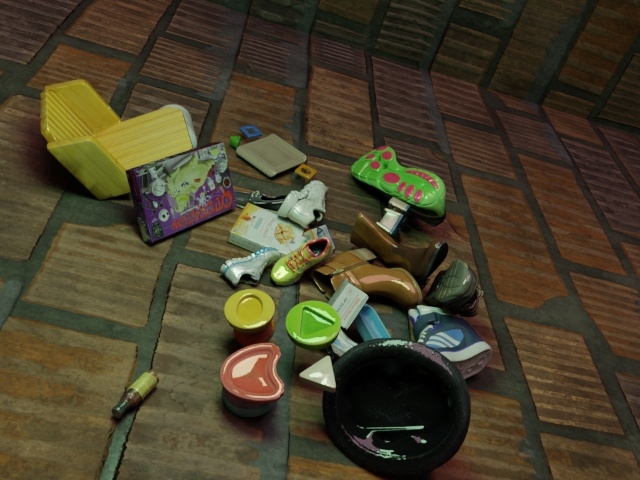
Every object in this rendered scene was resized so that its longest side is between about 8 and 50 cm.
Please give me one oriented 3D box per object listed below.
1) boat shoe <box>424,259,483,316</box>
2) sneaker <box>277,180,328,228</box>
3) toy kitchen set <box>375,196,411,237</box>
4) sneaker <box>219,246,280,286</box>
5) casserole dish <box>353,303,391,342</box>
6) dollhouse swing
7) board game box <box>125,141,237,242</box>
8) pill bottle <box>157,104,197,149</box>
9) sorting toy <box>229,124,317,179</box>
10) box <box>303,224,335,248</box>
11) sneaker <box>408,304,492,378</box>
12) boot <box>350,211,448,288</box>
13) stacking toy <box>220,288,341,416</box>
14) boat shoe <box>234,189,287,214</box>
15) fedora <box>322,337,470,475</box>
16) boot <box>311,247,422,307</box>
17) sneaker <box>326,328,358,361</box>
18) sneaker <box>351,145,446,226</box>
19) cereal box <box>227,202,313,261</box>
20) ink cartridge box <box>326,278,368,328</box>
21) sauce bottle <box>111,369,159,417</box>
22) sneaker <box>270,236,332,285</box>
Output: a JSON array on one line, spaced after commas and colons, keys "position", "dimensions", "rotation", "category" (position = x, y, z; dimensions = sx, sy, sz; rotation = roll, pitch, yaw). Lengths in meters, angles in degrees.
[{"position": [0.397, 0.142, 1.927], "dimensions": [0.130, 0.132, 0.355], "rotation": [28, -5, 2], "category": "boat shoe"}, {"position": [-0.032, -0.109, 2.181], "dimensions": [0.118, 0.110, 0.292], "rotation": [35, 27, 8], "category": "sneaker"}, {"position": [0.239, -0.013, 2.247], "dimensions": [0.122, 0.166, 0.207], "rotation": [30, 72, 13], "category": "toy kitchen set"}, {"position": [-0.182, 0.081, 1.905], "dimensions": [0.190, 0.071, 0.083], "rotation": [-22, 59, -34], "category": "sneaker"}, {"position": [0.143, 0.251, 1.808], "dimensions": [0.188, 0.037, 0.114], "rotation": [59, 22, 16], "category": "casserole dish"}, {"position": [-0.596, -0.348, 2.025], "dimensions": [0.304, 0.315, 0.347], "rotation": [-30, 44, 6], "category": "dollhouse swing"}, {"position": [-0.391, -0.147, 1.982], "dimensions": [0.056, 0.208, 0.346], "rotation": [8, 24, 36], "category": "board game box"}, {"position": [-0.473, -0.334, 2.243], "dimensions": [0.131, 0.131, 0.229], "rotation": [4, 38, -23], "category": "pill bottle"}, {"position": [-0.173, -0.292, 2.420], "dimensions": [0.347, 0.047, 0.196], "rotation": [36, 42, 21], "category": "sorting toy"}, {"position": [0.000, 0.000, 2.075], "dimensions": [0.081, 0.028, 0.136], "rotation": [68, 23, 0], "category": "box"}, {"position": [0.277, 0.281, 1.833], "dimensions": [0.322, 0.130, 0.236], "rotation": [-12, 37, -32], "category": "sneaker"}, {"position": [0.226, 0.006, 2.021], "dimensions": [0.280, 0.264, 0.096], "rotation": [43, 64, 14], "category": "boot"}, {"position": [-0.094, 0.275, 1.612], "dimensions": [0.279, 0.130, 0.309], "rotation": [2, 46, 0], "category": "stacking toy"}, {"position": [-0.198, -0.137, 2.179], "dimensions": [0.206, 0.065, 0.075], "rotation": [12, 36, -13], "category": "boat shoe"}, {"position": [0.178, 0.376, 1.582], "dimensions": [0.334, 0.334, 0.152], "rotation": [32, 1, 15], "category": "fedora"}, {"position": [0.131, 0.127, 1.957], "dimensions": [0.220, 0.109, 0.283], "rotation": [-20, 51, -42], "category": "boot"}, {"position": [0.072, 0.293, 1.746], "dimensions": [0.237, 0.085, 0.086], "rotation": [36, 64, 13], "category": "sneaker"}, {"position": [0.267, -0.182, 2.415], "dimensions": [0.185, 0.202, 0.483], "rotation": [-33, 38, -10], "category": "sneaker"}, {"position": [-0.139, -0.013, 2.059], "dimensions": [0.240, 0.047, 0.173], "rotation": [21, 35, 0], "category": "cereal box"}, {"position": [0.065, 0.165, 1.800], "dimensions": [0.061, 0.104, 0.181], "rotation": [34, -1, -4], "category": "ink cartridge box"}, {"position": [-0.398, 0.330, 1.471], "dimensions": [0.042, 0.042, 0.128], "rotation": [29, 34, 11], "category": "sauce bottle"}, {"position": [-0.053, 0.049, 1.930], "dimensions": [0.208, 0.094, 0.081], "rotation": [-35, 80, -17], "category": "sneaker"}]
